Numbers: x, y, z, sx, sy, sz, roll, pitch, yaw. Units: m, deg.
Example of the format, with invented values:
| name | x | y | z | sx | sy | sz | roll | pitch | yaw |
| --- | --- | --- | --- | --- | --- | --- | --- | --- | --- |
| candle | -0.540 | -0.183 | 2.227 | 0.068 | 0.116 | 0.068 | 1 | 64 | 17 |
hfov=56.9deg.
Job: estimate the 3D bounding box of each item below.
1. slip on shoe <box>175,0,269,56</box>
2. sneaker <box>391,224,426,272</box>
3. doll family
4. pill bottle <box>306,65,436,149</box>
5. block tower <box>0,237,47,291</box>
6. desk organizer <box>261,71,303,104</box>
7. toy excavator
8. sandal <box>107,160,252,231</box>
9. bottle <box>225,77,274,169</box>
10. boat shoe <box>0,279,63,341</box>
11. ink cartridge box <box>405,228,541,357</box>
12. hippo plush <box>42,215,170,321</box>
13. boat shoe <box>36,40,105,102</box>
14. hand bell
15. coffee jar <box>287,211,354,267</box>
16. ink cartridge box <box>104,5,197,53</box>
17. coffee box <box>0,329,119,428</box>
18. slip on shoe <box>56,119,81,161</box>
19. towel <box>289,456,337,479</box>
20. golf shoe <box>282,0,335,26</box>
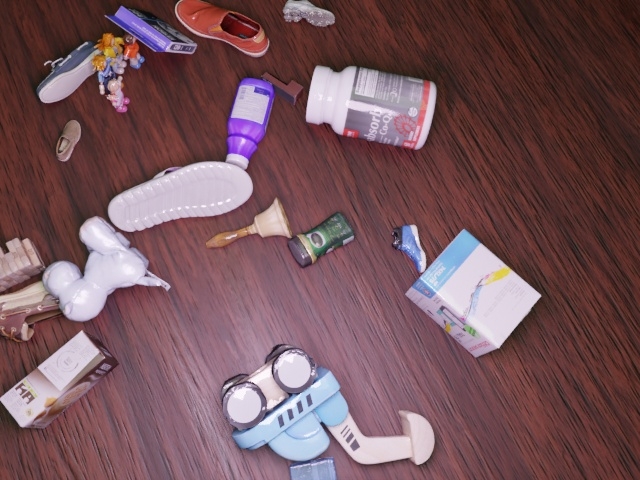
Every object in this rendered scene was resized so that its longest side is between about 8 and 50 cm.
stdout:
| name | x | y | z | sx | sy | sz | roll | pitch | yaw |
| --- | --- | --- | --- | --- | --- | --- | --- | --- | --- |
| slip on shoe | -0.319 | -0.705 | 1.908 | 0.331 | 0.101 | 0.123 | 27 | 74 | 6 |
| sneaker | 0.252 | 0.027 | 1.728 | 0.085 | 0.058 | 0.152 | -6 | 68 | -12 |
| doll family | -0.636 | -0.528 | 1.795 | 0.118 | 0.163 | 0.263 | 10 | 72 | -1 |
| pill bottle | 0.150 | -0.408 | 1.785 | 0.363 | 0.210 | 0.210 | 11 | 72 | 0 |
| block tower | -0.936 | 0.109 | 1.607 | 0.335 | 0.091 | 0.097 | -29 | 76 | -13 |
| desk organizer | -0.121 | -0.493 | 1.880 | 0.130 | 0.047 | 0.050 | 34 | 71 | 7 |
| toy excavator | 0.014 | 0.464 | 1.519 | 0.433 | 0.222 | 0.445 | -32 | 91 | -13 |
| sandal | -0.408 | -0.146 | 1.714 | 0.416 | 0.169 | 0.102 | -13 | 33 | -8 |
| bottle | -0.223 | -0.355 | 1.803 | 0.118 | 0.092 | 0.282 | 11 | 72 | 1 |
| boat shoe | -0.807 | 0.211 | 1.570 | 0.342 | 0.123 | 0.123 | -23 | 74 | -17 |
| ink cartridge box | 0.413 | 0.150 | 1.627 | 0.270 | 0.198 | 0.197 | 42 | 74 | 10 |
| hippo plush | -0.583 | 0.105 | 1.565 | 0.294 | 0.234 | 0.236 | 44 | 81 | 5 |
| boat shoe | -0.779 | -0.525 | 1.821 | 0.079 | 0.095 | 0.254 | 39 | 72 | 7 |
| hand bell | -0.216 | -0.026 | 1.705 | 0.242 | 0.126 | 0.126 | -19 | 74 | 2 |
| coffee jar | 0.000 | 0.000 | 1.710 | 0.184 | 0.079 | 0.096 | -29 | 79 | -13 |
| ink cartridge box | -0.521 | -0.652 | 1.834 | 0.206 | 0.208 | 0.045 | 36 | 114 | 7 |
| coffee box | -0.662 | 0.359 | 1.517 | 0.246 | 0.141 | 0.098 | -42 | 79 | -14 |
| slip on shoe | -0.762 | -0.306 | 1.778 | 0.051 | 0.041 | 0.135 | 15 | 72 | 1 |
| towel | -0.019 | 0.607 | 1.538 | 0.119 | 0.029 | 0.067 | -7 | 72 | -7 |
| golf shoe | -0.035 | -0.770 | 1.968 | 0.176 | 0.069 | 0.086 | 10 | 66 | -2 |
